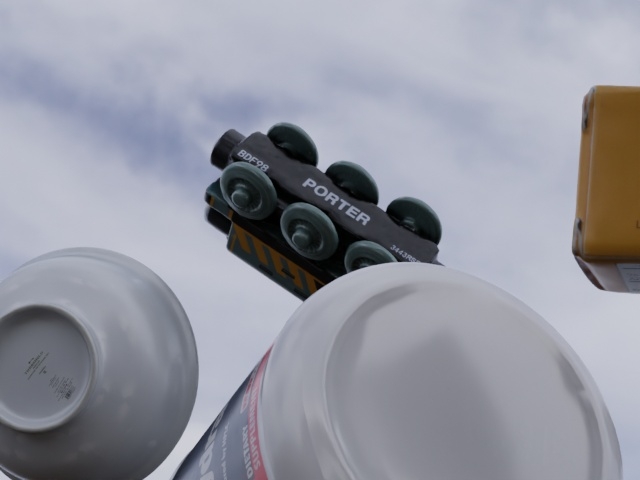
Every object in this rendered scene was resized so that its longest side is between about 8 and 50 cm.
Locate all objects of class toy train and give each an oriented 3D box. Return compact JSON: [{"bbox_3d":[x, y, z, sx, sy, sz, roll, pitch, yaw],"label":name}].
[{"bbox_3d":[0.000,0.000,1.485,0.334,0.142,0.190,32,-42,11],"label":"toy train"}]

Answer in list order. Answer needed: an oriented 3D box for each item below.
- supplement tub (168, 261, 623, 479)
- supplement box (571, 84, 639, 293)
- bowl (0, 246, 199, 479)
[{"bbox_3d":[0.018,0.154,0.676,0.191,0.191,0.272,13,-38,-19],"label":"supplement tub"},{"bbox_3d":[0.226,-0.017,0.505,0.233,0.078,0.080,3,-13,19],"label":"supplement box"},{"bbox_3d":[-0.296,0.146,1.391,0.298,0.298,0.134,-6,-9,10],"label":"bowl"}]
